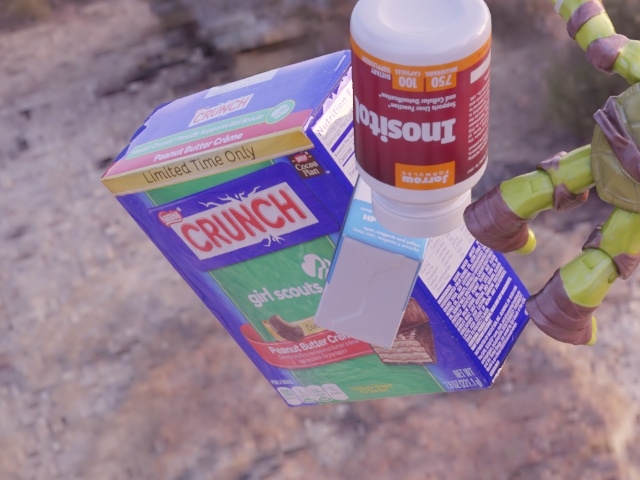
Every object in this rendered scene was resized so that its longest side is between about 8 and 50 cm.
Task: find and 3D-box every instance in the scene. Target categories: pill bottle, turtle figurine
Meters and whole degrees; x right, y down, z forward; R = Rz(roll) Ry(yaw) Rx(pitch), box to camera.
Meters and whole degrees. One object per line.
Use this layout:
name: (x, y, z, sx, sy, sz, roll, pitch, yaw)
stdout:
pill bottle: (0.063, -0.079, 1.148, 0.086, 0.152, 0.086, -2, 40, 2)
turtle figurine: (0.194, -0.034, 1.048, 0.217, 0.269, 0.087, -47, -9, 31)

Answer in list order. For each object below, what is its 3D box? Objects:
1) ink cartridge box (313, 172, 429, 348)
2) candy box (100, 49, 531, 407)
ink cartridge box: (0.053, -0.026, 1.337, 0.061, 0.104, 0.181, 18, 48, 0)
candy box: (0.000, 0.000, 1.698, 0.268, 0.317, 0.122, -11, 35, 44)
